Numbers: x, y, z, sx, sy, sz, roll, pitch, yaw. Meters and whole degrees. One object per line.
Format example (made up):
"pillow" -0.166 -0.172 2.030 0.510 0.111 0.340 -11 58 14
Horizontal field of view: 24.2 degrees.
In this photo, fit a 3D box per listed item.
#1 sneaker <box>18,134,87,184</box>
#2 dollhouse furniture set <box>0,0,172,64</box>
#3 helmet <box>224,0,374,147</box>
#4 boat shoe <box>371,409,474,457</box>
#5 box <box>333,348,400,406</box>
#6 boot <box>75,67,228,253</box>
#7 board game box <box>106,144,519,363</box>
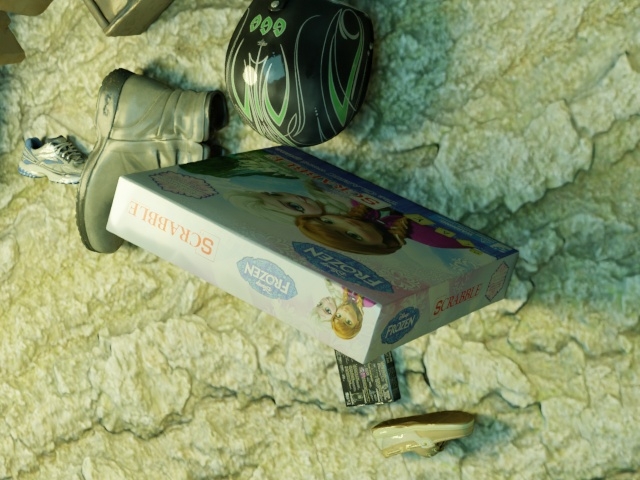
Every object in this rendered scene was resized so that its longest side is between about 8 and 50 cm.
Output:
"sneaker" -0.330 -0.103 1.894 0.135 0.052 0.058 11 101 29
"dollhouse furniture set" -0.337 -0.367 1.643 0.362 0.394 0.256 -40 78 30
"helmet" -0.026 -0.185 1.638 0.169 0.169 0.162 15 90 28
"boat shoe" 0.120 0.222 1.687 0.135 0.050 0.045 -12 97 42
"box" 0.053 0.149 1.728 0.067 0.018 0.083 -10 94 32
"boot" -0.202 -0.078 1.807 0.161 0.083 0.247 20 111 21
"board game box" 0.000 0.000 1.556 0.318 0.318 0.066 25 111 24
